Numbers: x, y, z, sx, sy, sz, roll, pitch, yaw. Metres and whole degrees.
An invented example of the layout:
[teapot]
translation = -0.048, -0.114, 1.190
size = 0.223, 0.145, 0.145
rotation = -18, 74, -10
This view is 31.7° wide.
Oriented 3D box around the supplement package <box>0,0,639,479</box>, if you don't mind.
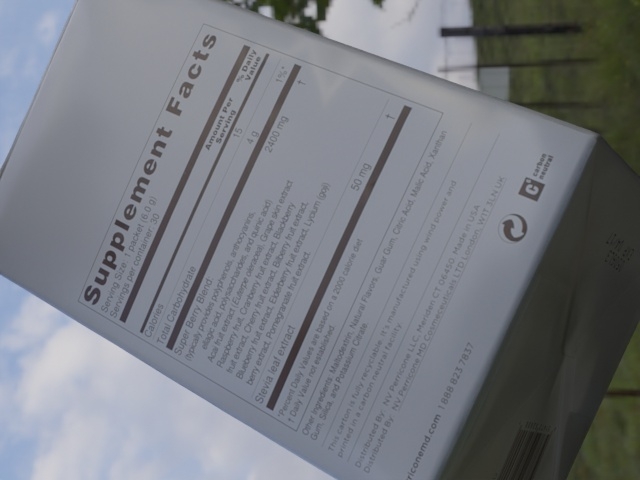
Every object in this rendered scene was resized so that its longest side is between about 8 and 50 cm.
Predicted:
[supplement package]
translation = 0.000, 0.000, 0.582
size = 0.177, 0.293, 0.175
rotation = 22, -87, -59
